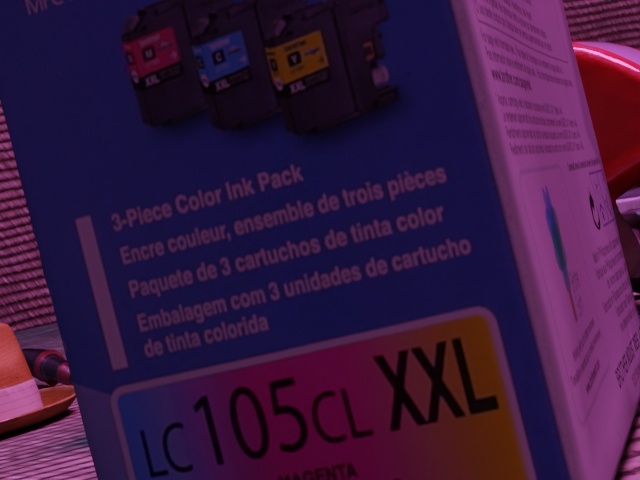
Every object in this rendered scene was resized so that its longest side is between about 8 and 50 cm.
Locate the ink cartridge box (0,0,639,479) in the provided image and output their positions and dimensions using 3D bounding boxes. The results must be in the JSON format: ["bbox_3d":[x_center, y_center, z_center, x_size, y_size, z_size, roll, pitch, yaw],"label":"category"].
[{"bbox_3d":[-0.002,-0.107,0.487,0.151,0.395,0.270,-12,1,17],"label":"ink cartridge box"}]

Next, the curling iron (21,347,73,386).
[{"bbox_3d":[-0.234,0.115,1.232,0.068,0.035,0.274,-8,-1,-30],"label":"curling iron"}]

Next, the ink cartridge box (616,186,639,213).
[{"bbox_3d":[0.429,-0.047,1.149,0.304,0.072,0.307,-13,1,-24],"label":"ink cartridge box"}]

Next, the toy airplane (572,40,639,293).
[{"bbox_3d":[0.046,-0.063,0.980,0.385,0.272,0.386,-13,1,-5],"label":"toy airplane"}]

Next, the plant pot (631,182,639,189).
[{"bbox_3d":[0.314,-0.038,1.325,0.109,0.109,0.096,-13,-8,-24],"label":"plant pot"}]

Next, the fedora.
[{"bbox_3d":[-0.274,0.106,0.971,0.194,0.079,0.194,-12,1,0],"label":"fedora"}]
